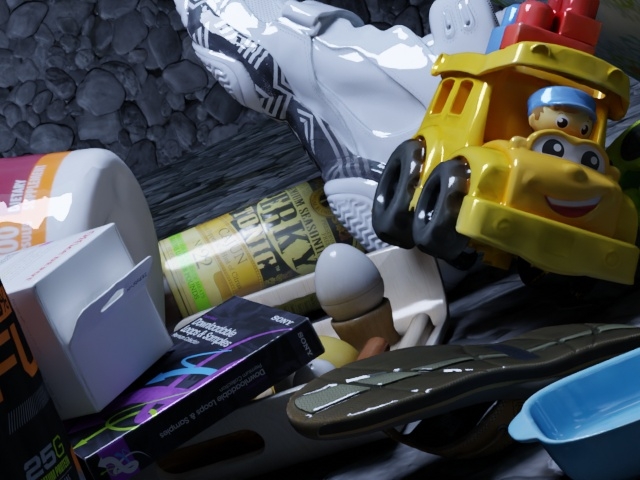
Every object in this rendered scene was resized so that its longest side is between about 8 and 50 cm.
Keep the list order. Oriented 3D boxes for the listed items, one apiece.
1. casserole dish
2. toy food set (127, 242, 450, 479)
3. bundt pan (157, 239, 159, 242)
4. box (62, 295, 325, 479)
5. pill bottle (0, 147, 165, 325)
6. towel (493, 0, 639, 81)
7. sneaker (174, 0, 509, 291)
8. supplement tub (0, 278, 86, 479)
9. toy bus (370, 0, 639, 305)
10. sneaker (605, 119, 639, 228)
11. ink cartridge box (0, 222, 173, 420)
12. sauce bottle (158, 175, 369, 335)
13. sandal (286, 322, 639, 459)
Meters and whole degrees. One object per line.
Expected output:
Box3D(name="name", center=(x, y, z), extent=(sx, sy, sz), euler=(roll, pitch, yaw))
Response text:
Box3D(name="casserole dish", center=(0.188, 0.076, 0.891), extent=(0.188, 0.037, 0.114), euler=(-22, 9, 1))
Box3D(name="toy food set", center=(-0.043, 0.083, 1.210), extent=(0.220, 0.092, 0.306), euler=(-19, 9, 17))
Box3D(name="bundt pan", center=(-0.308, 0.061, 1.875), extent=(0.331, 0.124, 0.331), euler=(-21, 10, 4))
Box3D(name="box", center=(-0.090, 0.090, 1.086), extent=(0.162, 0.029, 0.116), euler=(-30, 18, -21))
Box3D(name="pill bottle", center=(-0.338, 0.056, 1.399), extent=(0.392, 0.224, 0.224), euler=(-6, 12, 10))
Box3D(name="towel", center=(0.219, -0.203, 1.336), extent=(0.090, 0.320, 0.374), euler=(-54, -20, 0))
Box3D(name="sneaker", center=(0.049, -0.150, 1.436), extent=(0.210, 0.366, 0.137), euler=(-45, -21, 15))
Box3D(name="supplement tub", center=(-0.252, 0.086, 0.969), extent=(0.193, 0.316, 0.193), euler=(-21, 10, 4))
Box3D(name="toy bus", center=(0.147, -0.075, 1.219), extent=(0.149, 0.211, 0.220), euler=(18, 1, -14))
Box3D(name="sneaker", center=(0.328, -0.058, 1.229), extent=(0.295, 0.109, 0.123), euler=(-22, -19, 27))
Box3D(name="ink cartridge box", center=(-0.170, 0.057, 1.089), extent=(0.143, 0.090, 0.092), euler=(-14, 18, 34))
Box3D(name="sauce bottle", center=(0.000, 0.000, 1.541), extent=(0.344, 0.111, 0.111), euler=(-24, 9, -5))
Box3D(name="sandal", center=(0.091, 0.090, 0.997), extent=(0.219, 0.060, 0.090), euler=(-10, 10, -21))
